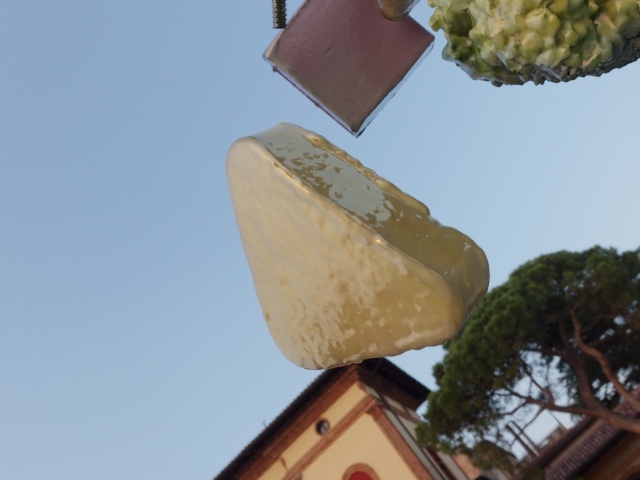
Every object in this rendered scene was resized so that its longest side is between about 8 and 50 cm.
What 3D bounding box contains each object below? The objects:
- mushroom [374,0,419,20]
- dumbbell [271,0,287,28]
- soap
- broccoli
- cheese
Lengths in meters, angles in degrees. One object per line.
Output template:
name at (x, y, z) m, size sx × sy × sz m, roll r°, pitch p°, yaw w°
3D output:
mushroom at (0.116, -0.542, 0.950) m, size 0.146 × 0.278 × 0.278 m, roll -15°, pitch -36°, yaw 24°
dumbbell at (-0.049, -0.367, 0.568) m, size 0.110 × 0.110 × 0.255 m, roll -15°, pitch -62°, yaw -27°
soap at (0.063, -0.435, 1.205) m, size 0.285 × 0.296 × 0.107 m, roll -48°, pitch -5°, yaw 3°
broccoli at (0.277, -0.323, 0.566) m, size 0.347 × 0.293 × 0.281 m, roll -19°, pitch -67°, yaw 13°
cheese at (0.001, 0.000, 0.724) m, size 0.104 × 0.383 × 0.384 m, roll -35°, pitch -38°, yaw -40°
